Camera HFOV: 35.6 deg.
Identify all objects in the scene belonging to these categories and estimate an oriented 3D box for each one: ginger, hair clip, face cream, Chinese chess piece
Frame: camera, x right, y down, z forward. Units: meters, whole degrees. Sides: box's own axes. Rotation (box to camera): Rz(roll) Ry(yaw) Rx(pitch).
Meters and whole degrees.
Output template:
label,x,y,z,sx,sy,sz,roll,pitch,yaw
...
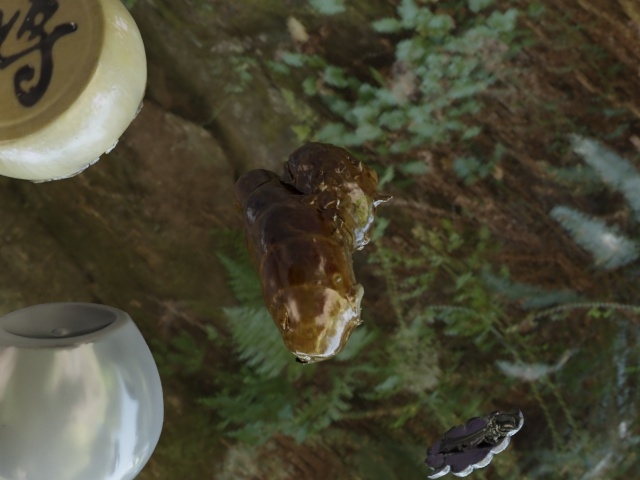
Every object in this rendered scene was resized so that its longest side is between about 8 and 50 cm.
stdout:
label,x,y,z,sx,sy,sz,roll,pitch,yaw
ginger,0.000,0.000,1.538,0.254,0.176,0.418,-22,-139,7
hair clip,0.229,0.310,1.547,0.195,0.052,0.124,-33,-168,42
face cream,-0.404,0.289,1.568,0.219,0.312,0.357,-140,-131,-60
Chinese chess piece,-0.331,-0.197,1.175,0.257,0.257,0.104,-49,153,-2
